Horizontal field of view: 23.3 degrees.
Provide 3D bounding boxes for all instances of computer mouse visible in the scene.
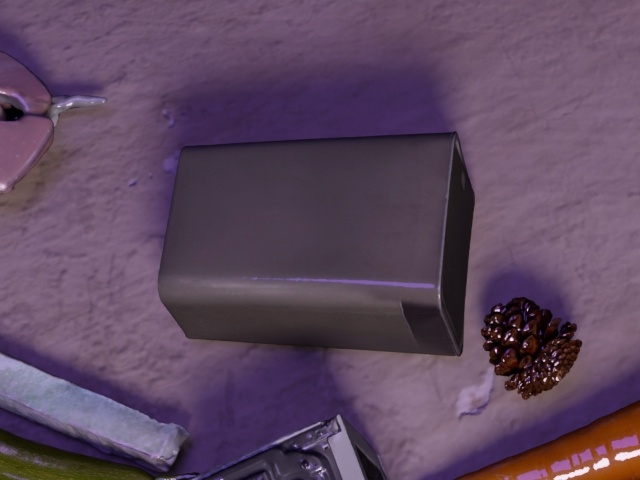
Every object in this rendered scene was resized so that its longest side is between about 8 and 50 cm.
[{"bbox_3d":[-0.392,-0.101,1.422,0.389,0.115,0.199,-10,62,0],"label":"computer mouse"}]

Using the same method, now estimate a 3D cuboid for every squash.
[{"bbox_3d":[-0.248,0.193,1.282,0.319,0.071,0.080,12,81,19],"label":"squash"}]

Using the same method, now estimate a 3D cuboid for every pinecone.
[{"bbox_3d":[0.167,0.085,1.254,0.077,0.077,0.083,-43,60,-11],"label":"pinecone"}]

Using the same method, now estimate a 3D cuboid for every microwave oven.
[{"bbox_3d":[-0.002,0.261,1.162,0.162,0.122,0.208,-25,61,6],"label":"microwave oven"}]

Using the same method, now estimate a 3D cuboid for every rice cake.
[{"bbox_3d":[-0.209,0.146,1.320,0.211,0.034,0.043,20,60,20],"label":"rice cake"}]

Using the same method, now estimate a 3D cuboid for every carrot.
[{"bbox_3d":[0.217,0.166,1.210,0.336,0.069,0.069,-18,62,6],"label":"carrot"}]

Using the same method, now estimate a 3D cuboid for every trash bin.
[{"bbox_3d":[0.000,0.000,1.307,0.241,0.122,0.164,1,64,14],"label":"trash bin"}]
